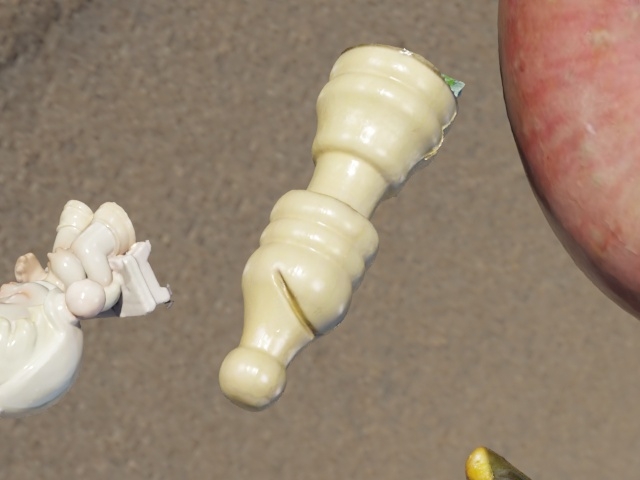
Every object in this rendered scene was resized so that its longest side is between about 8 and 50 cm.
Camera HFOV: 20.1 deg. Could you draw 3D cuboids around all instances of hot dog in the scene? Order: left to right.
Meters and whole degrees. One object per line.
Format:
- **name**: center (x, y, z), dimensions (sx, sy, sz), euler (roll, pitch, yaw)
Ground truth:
- **hot dog**: center (0.196, 0.241, 1.443), dimensions (0.215, 0.066, 0.047), euler (39, 84, -20)

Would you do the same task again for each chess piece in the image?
- **chess piece**: center (0.000, 0.000, 1.456), dimensions (0.124, 0.138, 0.307), euler (39, 67, -32)

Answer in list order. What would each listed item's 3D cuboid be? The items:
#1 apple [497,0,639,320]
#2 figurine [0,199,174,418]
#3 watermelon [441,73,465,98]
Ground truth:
- **apple**: center (0.248, -0.109, 0.896), dimensions (0.269, 0.344, 0.345), euler (-21, 127, -67)
- **figurine**: center (-0.270, 0.085, 1.727), dimensions (0.256, 0.182, 0.145), euler (-45, 136, -41)
- **watermelon**: center (0.108, -0.142, 2.046), dimensions (0.155, 0.101, 0.080), euler (-37, 118, -51)
